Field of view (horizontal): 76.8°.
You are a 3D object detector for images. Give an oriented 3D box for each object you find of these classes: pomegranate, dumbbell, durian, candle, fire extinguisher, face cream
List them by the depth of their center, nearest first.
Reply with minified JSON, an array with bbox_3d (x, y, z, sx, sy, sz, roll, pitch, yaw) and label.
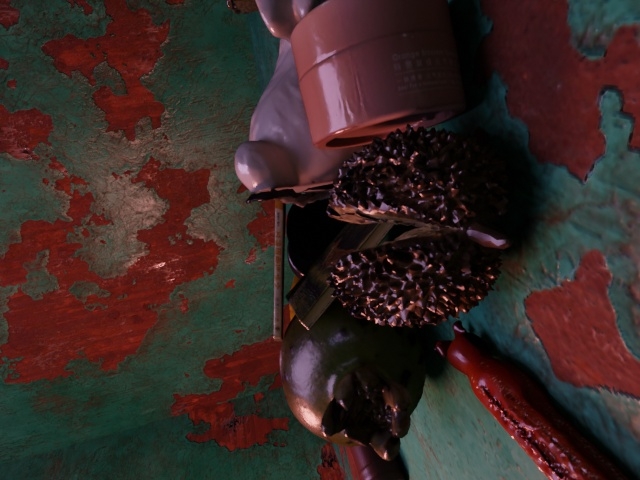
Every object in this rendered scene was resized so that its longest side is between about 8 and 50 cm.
[{"bbox_3d":[0.190,0.165,0.328,0.051,0.048,0.329,67,175,-24],"label":"candle"},{"bbox_3d":[0.089,-0.009,0.367,0.196,0.167,0.196,44,144,43],"label":"durian"},{"bbox_3d":[0.054,-0.155,0.385,0.149,0.149,0.104,-162,59,-79],"label":"face cream"},{"bbox_3d":[0.050,0.173,0.592,0.306,0.242,0.242,95,160,-69],"label":"pomegranate"},{"bbox_3d":[0.000,0.000,0.899,0.218,0.153,0.152,101,155,-68],"label":"dumbbell"},{"bbox_3d":[0.117,0.479,1.050,0.138,0.102,0.344,42,-165,-36],"label":"fire extinguisher"}]

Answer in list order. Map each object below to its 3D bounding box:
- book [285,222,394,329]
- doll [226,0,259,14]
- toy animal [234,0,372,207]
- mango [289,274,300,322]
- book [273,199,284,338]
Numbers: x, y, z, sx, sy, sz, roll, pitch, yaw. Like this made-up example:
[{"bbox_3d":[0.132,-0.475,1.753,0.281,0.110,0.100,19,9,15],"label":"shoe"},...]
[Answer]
[{"bbox_3d":[0.035,0.017,0.600,0.024,0.228,0.160,40,176,-11],"label":"book"},{"bbox_3d":[-0.159,-0.637,0.836,0.349,0.247,0.247,124,133,-86],"label":"doll"},{"bbox_3d":[-0.011,-0.230,0.544,0.258,0.194,0.357,-12,-85,-58],"label":"toy animal"},{"bbox_3d":[0.013,0.192,1.065,0.253,0.182,0.364,86,179,-54],"label":"mango"},{"bbox_3d":[-0.075,0.034,0.747,0.208,0.020,0.295,108,162,-73],"label":"book"}]
